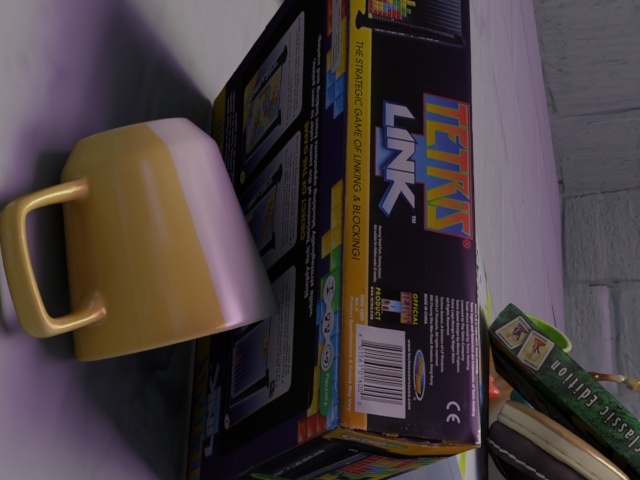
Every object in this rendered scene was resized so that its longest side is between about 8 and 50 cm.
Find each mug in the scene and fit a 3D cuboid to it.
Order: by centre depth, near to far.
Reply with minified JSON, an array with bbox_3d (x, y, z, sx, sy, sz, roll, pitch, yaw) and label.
[{"bbox_3d":[-0.050,-0.002,0.336,0.078,0.062,0.064,-16,93,-82],"label":"mug"}]

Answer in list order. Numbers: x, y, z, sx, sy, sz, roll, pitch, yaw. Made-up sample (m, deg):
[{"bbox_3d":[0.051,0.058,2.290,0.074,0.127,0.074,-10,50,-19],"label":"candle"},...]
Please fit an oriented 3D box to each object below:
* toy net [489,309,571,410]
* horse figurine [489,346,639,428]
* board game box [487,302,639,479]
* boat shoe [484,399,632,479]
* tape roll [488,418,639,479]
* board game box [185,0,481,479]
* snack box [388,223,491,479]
[{"bbox_3d":[0.183,0.127,0.908,0.045,0.122,0.232,-66,-148,19],"label":"toy net"},{"bbox_3d":[0.208,0.202,1.122,0.066,0.174,0.263,87,22,-52],"label":"horse figurine"},{"bbox_3d":[0.213,0.154,0.758,0.259,0.030,0.136,45,-8,22],"label":"board game box"},{"bbox_3d":[0.179,0.212,0.774,0.092,0.103,0.285,-47,131,-9],"label":"boat shoe"},{"bbox_3d":[0.254,0.335,0.938,0.392,0.072,0.392,20,55,-31],"label":"tape roll"},{"bbox_3d":[0.000,0.000,0.400,0.141,0.048,0.170,139,-42,-60],"label":"board game box"},{"bbox_3d":[0.069,0.076,0.743,0.174,0.070,0.207,70,20,-49],"label":"snack box"}]
